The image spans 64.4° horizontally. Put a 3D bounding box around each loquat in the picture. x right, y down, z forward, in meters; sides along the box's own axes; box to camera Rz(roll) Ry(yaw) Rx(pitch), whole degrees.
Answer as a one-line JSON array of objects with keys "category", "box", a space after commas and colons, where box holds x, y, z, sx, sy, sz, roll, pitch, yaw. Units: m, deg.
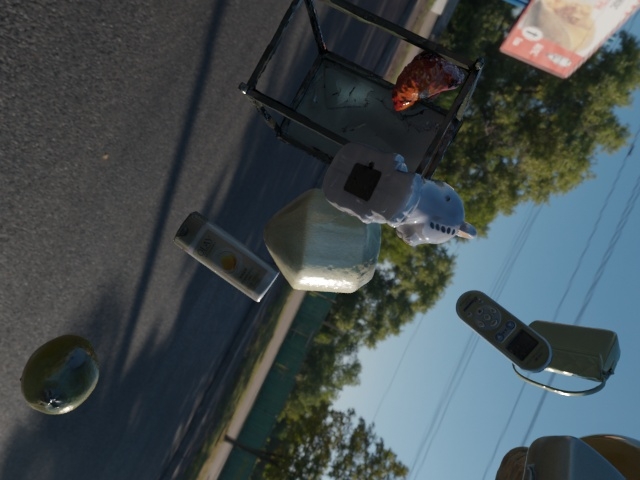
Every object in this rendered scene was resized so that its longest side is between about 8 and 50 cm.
[{"category": "loquat", "box": [-0.573, 0.291, 1.133, 0.195, 0.152, 0.152, -95, -155, -59]}]

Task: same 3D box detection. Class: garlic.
[{"category": "garlic", "box": [0.496, 0.602, 1.177, 0.152, 0.228, 0.228, -21, 172, -3]}]

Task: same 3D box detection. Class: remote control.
[{"category": "remote control", "box": [0.414, 0.205, 1.158, 0.087, 0.244, 0.047, -46, 143, -2]}]

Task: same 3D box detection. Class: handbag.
[{"category": "handbag", "box": [0.632, 0.314, 1.328, 0.256, 0.079, 0.219, 3, -143, 48]}]

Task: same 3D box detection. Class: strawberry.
[{"category": "strawberry", "box": [0.187, -0.289, 0.901, 0.121, 0.082, 0.188, -20, -168, 29]}]

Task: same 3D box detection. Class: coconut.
[{"category": "coconut", "box": [0.000, 0.000, 1.179, 0.237, 0.265, 0.238, -176, -90, -86]}]

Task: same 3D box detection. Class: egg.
[{"category": "egg", "box": [0.778, 0.679, 1.368, 0.374, 0.301, 0.301, -55, -178, 36]}]

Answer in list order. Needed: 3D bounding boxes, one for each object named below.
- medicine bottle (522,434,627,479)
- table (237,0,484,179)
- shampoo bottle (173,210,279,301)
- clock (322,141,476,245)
[{"category": "medicine bottle", "box": [0.454, 0.558, 0.895, 0.123, 0.282, 0.375, -31, -158, 48]}, {"category": "table", "box": [0.078, -0.246, 0.923, 0.222, 0.335, 0.272, -61, 170, -1]}, {"category": "shampoo bottle", "box": [-0.201, 0.034, 1.092, 0.086, 0.227, 0.056, -54, 180, 12]}, {"category": "clock", "box": [0.083, -0.048, 0.570, 0.176, 0.117, 0.080, 35, -80, 55]}]
